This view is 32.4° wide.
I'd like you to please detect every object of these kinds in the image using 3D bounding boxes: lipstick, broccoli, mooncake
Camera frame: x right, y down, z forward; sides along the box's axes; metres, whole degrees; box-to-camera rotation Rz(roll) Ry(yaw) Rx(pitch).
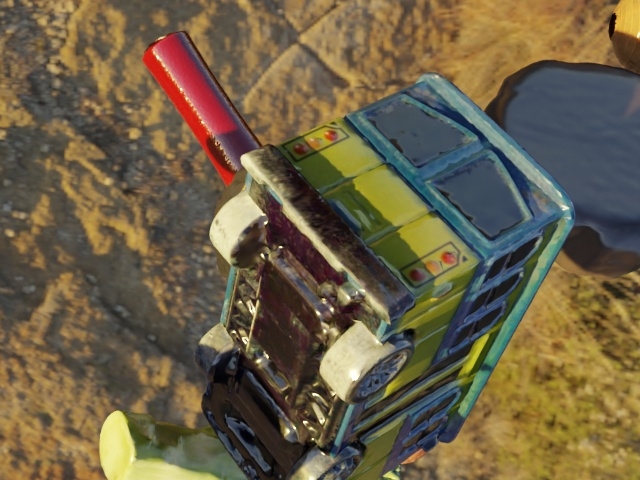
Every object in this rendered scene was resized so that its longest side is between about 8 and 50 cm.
[{"bbox_3d":[-0.156,-0.180,1.548,0.080,0.080,0.241,-31,87,-33],"label":"lipstick"},{"bbox_3d":[-0.084,0.236,1.254,0.361,0.221,0.252,33,47,-28],"label":"broccoli"},{"bbox_3d":[0.312,-0.079,1.303,0.283,0.283,0.141,-38,154,-30],"label":"mooncake"}]

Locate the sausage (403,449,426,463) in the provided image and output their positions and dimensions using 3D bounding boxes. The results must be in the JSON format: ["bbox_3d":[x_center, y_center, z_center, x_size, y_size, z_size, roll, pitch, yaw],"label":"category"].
[{"bbox_3d":[0.126,0.251,1.838,0.148,0.254,0.148,-16,138,-15],"label":"sausage"}]

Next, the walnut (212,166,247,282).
[{"bbox_3d":[0.000,0.000,1.126,0.225,0.261,0.225,-3,98,-21],"label":"walnut"}]

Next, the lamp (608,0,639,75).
[{"bbox_3d":[0.440,-0.272,1.426,0.136,0.136,0.136,-6,100,-39],"label":"lamp"}]

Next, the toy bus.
[{"bbox_3d":[0.026,0.053,0.716,0.175,0.138,0.287,-28,152,-30],"label":"toy bus"}]
